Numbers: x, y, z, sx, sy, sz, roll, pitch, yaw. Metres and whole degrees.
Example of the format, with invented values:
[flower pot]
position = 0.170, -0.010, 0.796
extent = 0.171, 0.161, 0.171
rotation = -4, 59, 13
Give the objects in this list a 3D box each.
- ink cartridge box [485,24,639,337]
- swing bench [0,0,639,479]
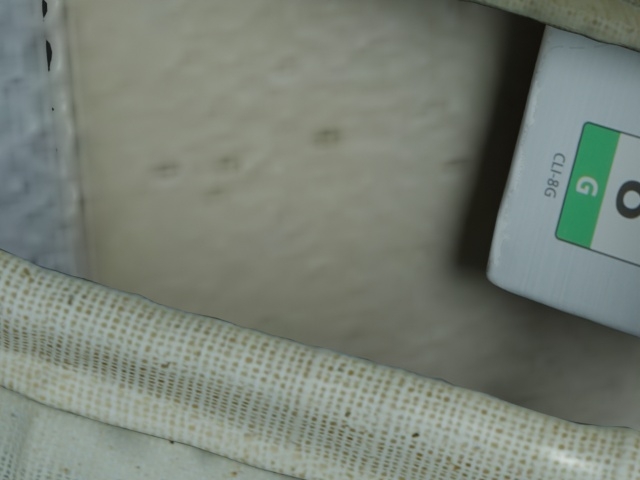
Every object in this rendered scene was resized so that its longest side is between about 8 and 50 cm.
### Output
[ink cartridge box]
position = 0.163, -0.043, 0.406
extent = 0.056, 0.224, 0.181
rotation = -12, 118, -61
[swing bench]
position = 0.000, 0.000, 0.343
extent = 0.253, 0.165, 0.255
rotation = 18, 99, 3
